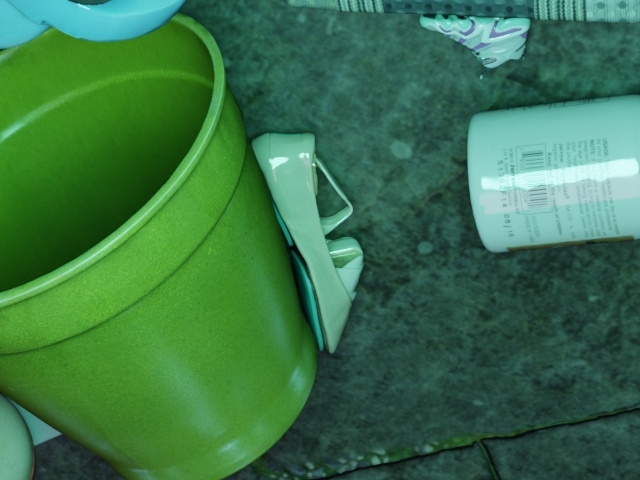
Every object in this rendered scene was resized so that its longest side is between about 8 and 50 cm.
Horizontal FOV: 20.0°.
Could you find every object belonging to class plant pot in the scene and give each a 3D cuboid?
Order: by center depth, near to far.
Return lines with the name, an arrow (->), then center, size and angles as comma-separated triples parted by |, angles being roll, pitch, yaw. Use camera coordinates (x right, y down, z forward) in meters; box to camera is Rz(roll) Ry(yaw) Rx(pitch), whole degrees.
plant pot -> -0.176, 0.039, 1.669 | 0.366, 0.366, 0.353 | -15, 131, 20

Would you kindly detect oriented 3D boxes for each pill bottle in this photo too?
pill bottle -> 0.254, -0.063, 1.630 | 0.229, 0.131, 0.131 | -6, 125, 14

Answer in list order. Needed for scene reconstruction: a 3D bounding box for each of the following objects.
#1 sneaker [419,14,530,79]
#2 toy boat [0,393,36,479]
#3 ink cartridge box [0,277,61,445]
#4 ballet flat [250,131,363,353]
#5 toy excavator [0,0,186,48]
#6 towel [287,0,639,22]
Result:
sneaker -> 0.138, -0.175, 1.625 | 0.098, 0.038, 0.069 | 4, 126, 8
toy boat -> -0.397, 0.221, 1.809 | 0.231, 0.151, 0.151 | 8, 157, 4
ink cartridge box -> -0.407, 0.103, 1.872 | 0.309, 0.130, 0.272 | -24, 119, 24
ballet flat -> 0.000, 0.000, 1.761 | 0.086, 0.086, 0.248 | -9, 123, 16
toy excavator -> -0.316, -0.275, 1.479 | 0.433, 0.222, 0.445 | 41, 135, 0
towel -> 0.114, -0.320, 1.421 | 0.312, 0.056, 0.324 | 4, 129, 10
